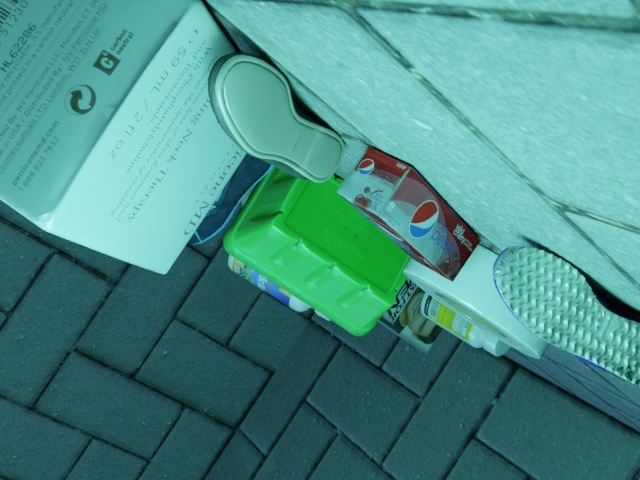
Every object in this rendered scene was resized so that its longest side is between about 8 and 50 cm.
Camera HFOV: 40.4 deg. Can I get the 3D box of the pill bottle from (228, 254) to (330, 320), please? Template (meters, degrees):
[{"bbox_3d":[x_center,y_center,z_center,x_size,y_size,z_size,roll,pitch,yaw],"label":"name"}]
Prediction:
[{"bbox_3d":[-0.064,0.070,2.012,0.272,0.152,0.152,31,176,14],"label":"pill bottle"}]

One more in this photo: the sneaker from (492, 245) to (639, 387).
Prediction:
[{"bbox_3d":[0.345,0.108,1.197,0.293,0.102,0.146,34,177,-8],"label":"sneaker"}]

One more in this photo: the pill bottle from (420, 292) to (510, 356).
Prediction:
[{"bbox_3d":[0.345,0.173,1.997,0.209,0.119,0.119,32,176,34],"label":"pill bottle"}]

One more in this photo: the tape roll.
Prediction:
[{"bbox_3d":[0.288,0.092,1.529,0.286,0.100,0.286,33,176,2],"label":"tape roll"}]

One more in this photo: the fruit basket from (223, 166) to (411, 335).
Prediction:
[{"bbox_3d":[0.000,0.000,1.820,0.392,0.282,0.392,25,159,10],"label":"fruit basket"}]

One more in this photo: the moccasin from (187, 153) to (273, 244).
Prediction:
[{"bbox_3d":[-0.223,-0.118,1.731,0.117,0.342,0.137,4,-130,-41],"label":"moccasin"}]

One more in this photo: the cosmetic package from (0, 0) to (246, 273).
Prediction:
[{"bbox_3d":[-0.318,-0.193,1.205,0.327,0.329,0.394,32,177,14],"label":"cosmetic package"}]

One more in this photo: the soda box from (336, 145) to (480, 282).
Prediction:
[{"bbox_3d":[0.137,-0.033,1.284,0.092,0.083,0.263,32,177,38],"label":"soda box"}]

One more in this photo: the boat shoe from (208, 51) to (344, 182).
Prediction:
[{"bbox_3d":[-0.078,-0.166,1.199,0.096,0.112,0.335,26,177,29],"label":"boat shoe"}]

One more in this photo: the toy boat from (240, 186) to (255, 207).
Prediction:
[{"bbox_3d":[-0.125,-0.137,2.097,0.151,0.151,0.231,63,-175,15],"label":"toy boat"}]

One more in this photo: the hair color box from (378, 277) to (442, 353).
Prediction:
[{"bbox_3d":[0.205,0.134,2.186,0.114,0.185,0.374,30,176,36],"label":"hair color box"}]
